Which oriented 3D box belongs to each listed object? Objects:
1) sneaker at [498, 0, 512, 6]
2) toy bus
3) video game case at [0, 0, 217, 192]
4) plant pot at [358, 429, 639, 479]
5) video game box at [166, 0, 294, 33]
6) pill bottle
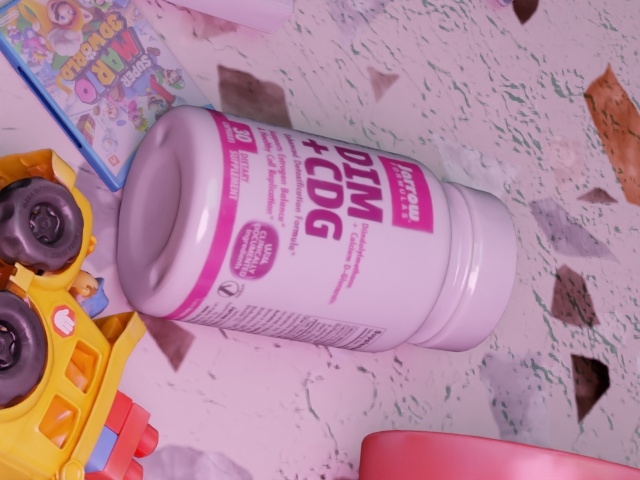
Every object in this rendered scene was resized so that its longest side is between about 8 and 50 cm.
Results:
[{"bbox_3d":[0.122,-0.286,1.481,0.282,0.099,0.153,-18,81,-37],"label":"sneaker"},{"bbox_3d":[-0.196,0.078,1.153,0.211,0.149,0.220,38,55,-30],"label":"toy bus"},{"bbox_3d":[-0.173,-0.136,1.305,0.119,0.015,0.166,-41,97,-34],"label":"video game case"},{"bbox_3d":[0.140,0.288,1.214,0.275,0.275,0.243,17,75,-25],"label":"plant pot"},{"bbox_3d":[-0.118,-0.284,1.361,0.205,0.048,0.187,15,62,-26],"label":"video game box"},{"bbox_3d":[0.000,0.000,1.273,0.283,0.160,0.160,11,68,-27],"label":"pill bottle"}]
